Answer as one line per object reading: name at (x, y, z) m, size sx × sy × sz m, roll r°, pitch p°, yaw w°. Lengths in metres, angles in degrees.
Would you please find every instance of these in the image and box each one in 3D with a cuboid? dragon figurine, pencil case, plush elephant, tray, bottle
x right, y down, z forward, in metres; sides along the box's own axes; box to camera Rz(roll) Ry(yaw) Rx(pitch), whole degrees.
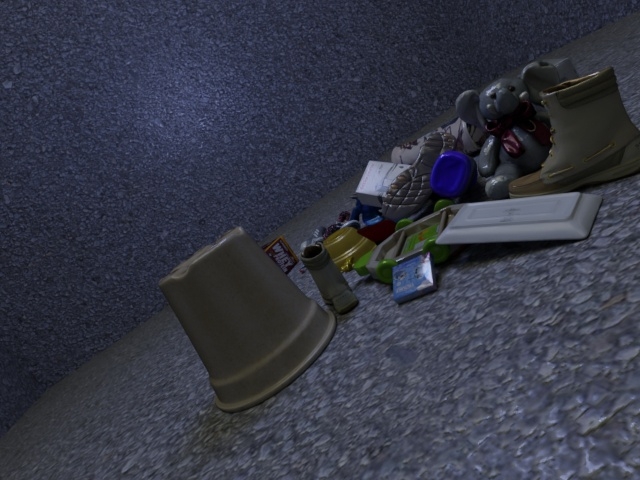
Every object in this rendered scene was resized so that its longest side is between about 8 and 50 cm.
dragon figurine at (0.192, -0.110, 1.616) m, size 0.289 × 0.144 × 0.085 m, roll -9°, pitch 17°, yaw 19°
pencil case at (0.462, -0.372, 1.758) m, size 0.410 × 0.160 × 0.183 m, roll -21°, pitch 34°, yaw 52°
plush elephant at (0.491, -0.300, 1.106) m, size 0.272 × 0.255 × 0.330 m, roll -29°, pitch 12°, yaw 25°
tray at (0.360, -0.045, 0.825) m, size 0.270 × 0.030 × 0.145 m, roll -4°, pitch 30°, yaw 44°
bottle at (0.376, -0.180, 1.211) m, size 0.283 × 0.092 × 0.118 m, roll -14°, pitch -56°, yaw -64°

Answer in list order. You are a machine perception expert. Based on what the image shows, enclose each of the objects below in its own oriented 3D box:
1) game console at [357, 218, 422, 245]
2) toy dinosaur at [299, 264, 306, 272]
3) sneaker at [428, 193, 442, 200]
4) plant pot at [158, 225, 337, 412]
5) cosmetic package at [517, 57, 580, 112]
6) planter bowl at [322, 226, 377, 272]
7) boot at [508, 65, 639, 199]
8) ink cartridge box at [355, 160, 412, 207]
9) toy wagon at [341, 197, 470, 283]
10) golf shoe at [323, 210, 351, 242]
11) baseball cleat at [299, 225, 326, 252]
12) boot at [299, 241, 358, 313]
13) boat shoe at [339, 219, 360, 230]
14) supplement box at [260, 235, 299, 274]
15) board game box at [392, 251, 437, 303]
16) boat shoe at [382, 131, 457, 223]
game console at (0.202, -0.042, 1.282) m, size 0.124 × 0.085 × 0.144 m, roll -42°, pitch 12°, yaw -35°
toy dinosaur at (-0.044, 0.090, 1.622) m, size 0.082 × 0.047 × 0.090 m, roll -44°, pitch -21°, yaw -8°
sneaker at (0.363, -0.166, 1.424) m, size 0.073 × 0.063 × 0.162 m, roll -38°, pitch 11°, yaw -4°
plant pot at (-0.184, 0.149, 0.998) m, size 0.334 × 0.305 × 0.334 m, roll -33°, pitch 10°, yaw 7°
cosmetic package at (0.774, -0.514, 1.479) m, size 0.113 × 0.160 × 0.309 m, roll -30°, pitch 10°, yaw 22°
planter bowl at (0.072, 0.018, 1.399) m, size 0.217 × 0.090 × 0.217 m, roll -32°, pitch 10°, yaw 7°
boot at (0.463, -0.195, 0.861) m, size 0.095 × 0.203 × 0.262 m, roll -41°, pitch 14°, yaw -36°
ink cartridge box at (0.235, -0.184, 1.485) m, size 0.191 × 0.082 × 0.139 m, roll 13°, pitch 69°, yaw 30°
toy wagon at (0.208, 0.015, 1.070) m, size 0.344 × 0.068 × 0.267 m, roll -28°, pitch 12°, yaw 29°
golf shoe at (0.067, -0.034, 1.756) m, size 0.186 × 0.067 × 0.086 m, roll -48°, pitch -14°, yaw -38°
baseball cleat at (0.000, 0.000, 1.802) m, size 0.109 × 0.072 × 0.206 m, roll -7°, pitch 26°, yaw 33°
boot at (0.009, 0.081, 1.096) m, size 0.077 × 0.165 × 0.213 m, roll -34°, pitch 12°, yaw -6°
boat shoe at (0.078, 0.001, 1.549) m, size 0.183 × 0.065 × 0.083 m, roll -42°, pitch 13°, yaw -4°
supplement box at (-0.227, 0.106, 1.790) m, size 0.194 × 0.129 × 0.191 m, roll -27°, pitch 13°, yaw 35°
board game box at (0.190, 0.076, 0.895) m, size 0.090 × 0.020 × 0.090 m, roll -28°, pitch 36°, yaw 30°
boat shoe at (0.310, -0.175, 1.340) m, size 0.324 × 0.123 × 0.116 m, roll -50°, pitch -28°, yaw -5°
